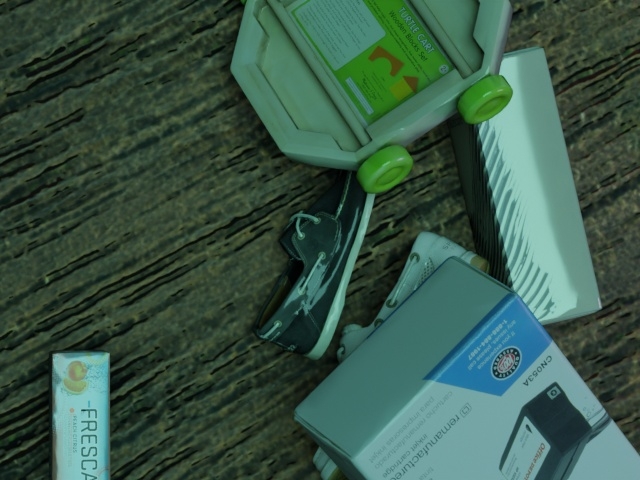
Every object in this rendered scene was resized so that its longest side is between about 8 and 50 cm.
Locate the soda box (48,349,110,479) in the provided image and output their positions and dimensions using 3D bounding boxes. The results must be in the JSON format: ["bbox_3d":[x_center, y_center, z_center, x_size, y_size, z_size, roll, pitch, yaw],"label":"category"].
[{"bbox_3d":[-0.236,0.199,1.779,0.058,0.063,0.183,1,88,-12],"label":"soda box"}]

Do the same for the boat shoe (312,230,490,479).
[{"bbox_3d":[0.062,0.117,1.835,0.096,0.098,0.277,33,89,18],"label":"boat shoe"}]

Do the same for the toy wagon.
[{"bbox_3d":[0.083,-0.218,1.788,0.344,0.068,0.267,-34,69,5],"label":"toy wagon"}]

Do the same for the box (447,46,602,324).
[{"bbox_3d":[0.202,-0.051,1.854,0.094,0.113,0.275,-13,89,-10],"label":"box"}]

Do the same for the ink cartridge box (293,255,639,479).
[{"bbox_3d":[0.158,0.206,1.765,0.223,0.129,0.307,-45,122,-9],"label":"ink cartridge box"}]

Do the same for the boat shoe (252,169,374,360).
[{"bbox_3d":[0.000,0.000,1.824,0.079,0.084,0.233,20,87,-10],"label":"boat shoe"}]
